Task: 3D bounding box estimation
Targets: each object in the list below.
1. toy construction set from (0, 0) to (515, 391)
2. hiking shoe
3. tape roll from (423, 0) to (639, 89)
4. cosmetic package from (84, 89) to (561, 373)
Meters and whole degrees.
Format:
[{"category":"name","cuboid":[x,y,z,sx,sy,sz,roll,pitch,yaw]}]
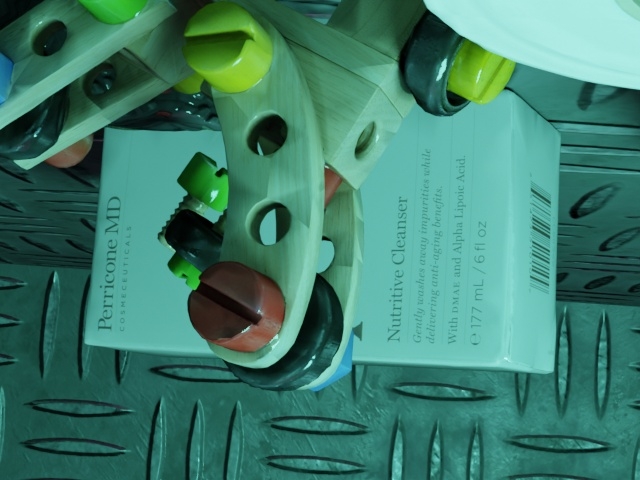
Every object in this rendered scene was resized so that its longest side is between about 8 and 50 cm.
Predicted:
[{"category":"toy construction set","cuboid":[-0.058,-0.104,0.519,0.309,0.237,0.257,34,-176,-40]},{"category":"hiking shoe","cuboid":[-0.152,-0.106,0.735,0.114,0.086,0.227,-6,168,36]},{"category":"tape roll","cuboid":[0.170,-0.130,0.363,0.286,0.100,0.286,5,173,1]},{"category":"cosmetic package","cuboid":[0.000,0.000,0.969,0.385,0.217,0.156,-2,171,25]}]
